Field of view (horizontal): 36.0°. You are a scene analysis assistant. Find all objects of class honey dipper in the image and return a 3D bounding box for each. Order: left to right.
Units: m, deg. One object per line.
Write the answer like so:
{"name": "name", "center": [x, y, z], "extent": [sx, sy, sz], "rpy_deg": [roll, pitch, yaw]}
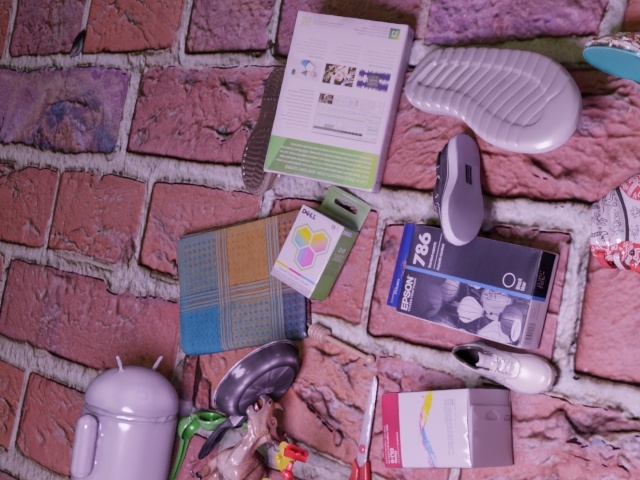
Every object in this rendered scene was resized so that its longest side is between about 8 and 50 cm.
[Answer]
{"name": "honey dipper", "center": [0.041, 0.197, 1.868], "extent": [0.161, 0.030, 0.030], "rpy_deg": [22, 98, 41]}

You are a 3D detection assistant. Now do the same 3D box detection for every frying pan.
{"name": "frying pan", "center": [-0.160, 0.315, 1.893], "extent": [0.326, 0.197, 0.053], "rpy_deg": [-46, 60, 6]}

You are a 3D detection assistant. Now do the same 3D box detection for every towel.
{"name": "towel", "center": [-0.165, 0.095, 2.074], "extent": [0.370, 0.040, 0.271], "rpy_deg": [-12, 75, 39]}

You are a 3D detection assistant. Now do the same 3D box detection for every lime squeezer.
{"name": "lime squeezer", "center": [-0.245, 0.409, 2.076], "extent": [0.310, 0.059, 0.109], "rpy_deg": [-33, 61, 33]}

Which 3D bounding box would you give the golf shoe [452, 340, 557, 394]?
{"name": "golf shoe", "center": [0.292, 0.207, 1.595], "extent": [0.176, 0.086, 0.069], "rpy_deg": [10, 88, 42]}

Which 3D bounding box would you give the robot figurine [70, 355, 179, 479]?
{"name": "robot figurine", "center": [-0.408, 0.415, 2.064], "extent": [0.200, 0.300, 0.353], "rpy_deg": [10, 91, 26]}

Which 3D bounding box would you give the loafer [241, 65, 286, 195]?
{"name": "loafer", "center": [-0.081, -0.217, 2.012], "extent": [0.102, 0.092, 0.268], "rpy_deg": [27, 102, 43]}

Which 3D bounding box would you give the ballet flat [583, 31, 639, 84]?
{"name": "ballet flat", "center": [0.518, -0.276, 1.490], "extent": [0.241, 0.091, 0.077], "rpy_deg": [26, 70, 38]}

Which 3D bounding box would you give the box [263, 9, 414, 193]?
{"name": "box", "center": [0.034, -0.266, 1.887], "extent": [0.232, 0.058, 0.321], "rpy_deg": [13, 90, 21]}

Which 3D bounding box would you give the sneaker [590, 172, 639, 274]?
{"name": "sneaker", "center": [0.489, 0.032, 1.444], "extent": [0.145, 0.090, 0.270], "rpy_deg": [-32, 58, 36]}

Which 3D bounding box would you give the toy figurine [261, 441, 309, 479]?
{"name": "toy figurine", "center": [-0.027, 0.551, 1.741], "extent": [0.191, 0.217, 0.362], "rpy_deg": [-88, 20, -63]}

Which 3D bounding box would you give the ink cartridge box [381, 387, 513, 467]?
{"name": "ink cartridge box", "center": [0.209, 0.309, 1.622], "extent": [0.176, 0.128, 0.127], "rpy_deg": [-12, 75, 42]}

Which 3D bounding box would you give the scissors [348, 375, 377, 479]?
{"name": "scissors", "center": [0.068, 0.400, 1.810], "extent": [0.109, 0.021, 0.296], "rpy_deg": [-12, 76, 43]}

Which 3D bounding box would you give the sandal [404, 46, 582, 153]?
{"name": "sandal", "center": [0.304, -0.240, 1.665], "extent": [0.169, 0.102, 0.416], "rpy_deg": [-55, 37, 2]}

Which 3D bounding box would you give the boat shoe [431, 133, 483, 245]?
{"name": "boat shoe", "center": [0.224, -0.080, 1.689], "extent": [0.076, 0.080, 0.228], "rpy_deg": [-36, 40, 46]}

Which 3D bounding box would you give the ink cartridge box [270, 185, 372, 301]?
{"name": "ink cartridge box", "center": [0.000, 0.000, 1.895], "extent": [0.109, 0.062, 0.209], "rpy_deg": [31, 98, 33]}

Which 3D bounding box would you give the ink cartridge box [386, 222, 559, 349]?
{"name": "ink cartridge box", "center": [0.236, 0.069, 1.688], "extent": [0.333, 0.065, 0.165], "rpy_deg": [12, 91, 44]}

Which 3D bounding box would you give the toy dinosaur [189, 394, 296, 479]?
{"name": "toy dinosaur", "center": [-0.144, 0.448, 1.923], "extent": [0.127, 0.200, 0.295], "rpy_deg": [44, 145, 17]}
